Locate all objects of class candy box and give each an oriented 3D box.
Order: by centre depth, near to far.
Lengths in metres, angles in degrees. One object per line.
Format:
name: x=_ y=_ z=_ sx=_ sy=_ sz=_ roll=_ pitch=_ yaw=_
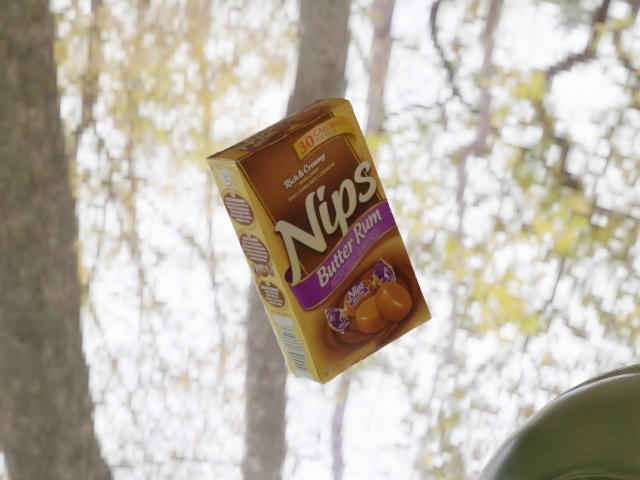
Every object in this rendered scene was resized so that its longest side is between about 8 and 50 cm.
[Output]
candy box: x=0.000 y=0.000 z=1.479 sx=0.109 sy=0.186 sz=0.053 roll=-30 pitch=-162 yaw=-26

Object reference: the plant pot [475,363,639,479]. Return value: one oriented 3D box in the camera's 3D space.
plant pot: x=0.205 y=0.227 z=1.261 sx=0.293 sy=0.293 sz=0.196 roll=31 pitch=-169 yaw=20
